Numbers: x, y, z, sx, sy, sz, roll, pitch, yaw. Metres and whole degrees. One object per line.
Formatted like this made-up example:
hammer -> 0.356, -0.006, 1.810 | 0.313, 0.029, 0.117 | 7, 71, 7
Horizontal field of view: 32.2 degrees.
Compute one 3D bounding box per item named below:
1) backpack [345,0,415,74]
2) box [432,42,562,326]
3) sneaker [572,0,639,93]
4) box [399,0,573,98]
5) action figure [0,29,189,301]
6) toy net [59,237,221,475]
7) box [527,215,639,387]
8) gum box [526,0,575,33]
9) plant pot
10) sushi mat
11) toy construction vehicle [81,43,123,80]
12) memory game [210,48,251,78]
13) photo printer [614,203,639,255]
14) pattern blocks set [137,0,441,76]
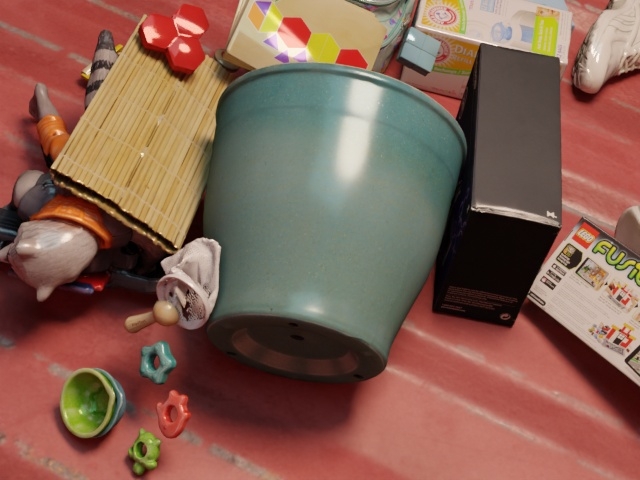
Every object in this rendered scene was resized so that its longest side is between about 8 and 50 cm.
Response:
backpack -> 0.035, -0.300, 1.447 | 0.166, 0.144, 0.188 | 22, 58, 1
box -> 0.200, -0.066, 1.257 | 0.103, 0.184, 0.261 | 12, 50, -3
sneaker -> 0.428, -0.272, 1.530 | 0.115, 0.090, 0.232 | 30, 53, 9
box -> 0.217, -0.254, 1.464 | 0.203, 0.103, 0.114 | 15, 50, 1
action figure -> -0.289, -0.073, 1.184 | 0.341, 0.178, 0.330 | 9, 41, -8
toy net -> -0.157, 0.105, 1.054 | 0.122, 0.232, 0.045 | 38, 15, 31
box -> 0.330, 0.076, 1.196 | 0.114, 0.036, 0.207 | -52, 53, 6
gum box -> 0.264, -0.358, 1.596 | 0.157, 0.041, 0.184 | -1, 51, -11
plant pot -> 0.000, 0.000, 1.135 | 0.272, 0.271, 0.255 | 11, 65, -1
sushi mat -> -0.173, -0.124, 1.192 | 0.151, 0.019, 0.316 | 34, 37, -15
toy construction vehicle -> -0.242, -0.198, 1.384 | 0.098, 0.035, 0.086 | 31, 64, 18
memory game -> -0.071, -0.171, 1.360 | 0.186, 0.012, 0.186 | 21, 41, -20
photo printer -> 0.528, 0.051, 1.274 | 0.307, 0.107, 0.256 | -7, 54, -15
pattern blocks set -> -0.022, -0.238, 1.310 | 0.325, 0.026, 0.285 | 35, 68, -12
